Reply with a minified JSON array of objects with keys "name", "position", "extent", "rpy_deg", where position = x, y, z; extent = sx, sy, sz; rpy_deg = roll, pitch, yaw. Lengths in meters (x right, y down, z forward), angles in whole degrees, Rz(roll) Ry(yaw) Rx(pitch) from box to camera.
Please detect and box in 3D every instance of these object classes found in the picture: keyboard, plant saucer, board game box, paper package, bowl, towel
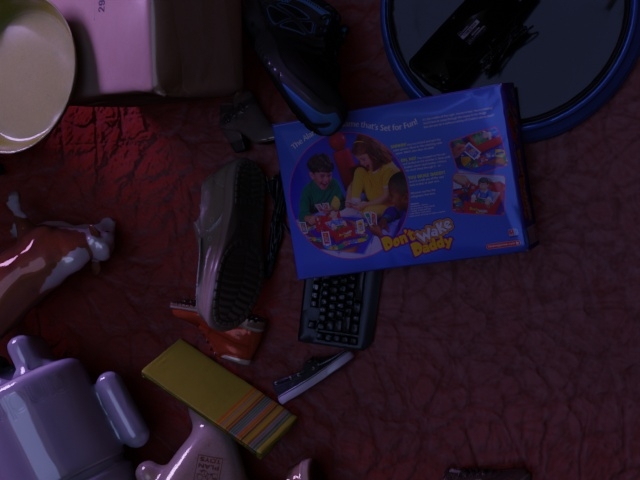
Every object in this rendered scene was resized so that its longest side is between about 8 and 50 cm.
[{"name":"keyboard","position":[0.000,0.000,1.902],"extent":[0.201,0.033,0.317],"rpy_deg":[7,93,16]},{"name":"plant saucer","position":[-0.444,-0.246,1.849],"extent":[0.241,0.037,0.241],"rpy_deg":[-3,84,31]},{"name":"board game box","position":[0.119,-0.081,1.779],"extent":[0.347,0.078,0.233],"rpy_deg":[-7,95,23]},{"name":"paper package","position":[-0.269,-0.362,1.838],"extent":[0.309,0.168,0.325],"rpy_deg":[1,94,47]},{"name":"keyboard","position":[0.221,-0.283,1.749],"extent":[0.192,0.038,0.100],"rpy_deg":[-46,72,1]},{"name":"bowl","position":[0.271,-0.335,1.792],"extent":[0.391,0.077,0.391],"rpy_deg":[1,92,16]},{"name":"towel","position":[-0.155,0.241,1.914],"extent":[0.237,0.102,0.021],"rpy_deg":[32,132,19]}]

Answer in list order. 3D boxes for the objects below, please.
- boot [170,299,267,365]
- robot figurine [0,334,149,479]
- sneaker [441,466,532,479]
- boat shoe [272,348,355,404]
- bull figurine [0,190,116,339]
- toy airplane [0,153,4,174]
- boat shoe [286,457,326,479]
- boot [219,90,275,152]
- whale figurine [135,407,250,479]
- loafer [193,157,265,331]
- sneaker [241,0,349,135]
[{"name":"boot","position":[-0.168,0.142,1.941],"extent":[0.158,0.059,0.084],"rpy_deg":[18,101,14]},{"name":"robot figurine","position":[-0.419,0.323,1.940],"extent":[0.300,0.200,0.353],"rpy_deg":[-29,84,6]},{"name":"sneaker","position":[0.215,0.362,1.830],"extent":[0.188,0.066,0.071],"rpy_deg":[-27,83,14]},{"name":"boat shoe","position":[-0.014,0.201,1.901],"extent":[0.142,0.049,0.040],"rpy_deg":[-34,82,16]},{"name":"bull figurine","position":[-0.472,0.040,1.974],"extent":[0.310,0.101,0.188],"rpy_deg":[-42,56,-10]},{"name":"toy airplane","position":[-0.722,-0.177,1.977],"extent":[0.384,0.272,0.386],"rpy_deg":[-44,80,13]},{"name":"boat shoe","position":[-0.043,0.498,1.879],"extent":[0.110,0.121,0.341],"rpy_deg":[0,93,15]},{"name":"boot","position":[-0.101,-0.188,1.920],"extent":[0.118,0.042,0.087],"rpy_deg":[-14,85,15]},{"name":"whale figurine","position":[-0.177,0.377,1.924],"extent":[0.216,0.141,0.272],"rpy_deg":[9,71,-2]},{"name":"loafer","position":[-0.145,0.008,1.905],"extent":[0.092,0.102,0.268],"rpy_deg":[-5,71,43]},{"name":"sneaker","position":[-0.022,-0.282,1.784],"extent":[0.140,0.125,0.341],"rpy_deg":[-29,46,2]}]
